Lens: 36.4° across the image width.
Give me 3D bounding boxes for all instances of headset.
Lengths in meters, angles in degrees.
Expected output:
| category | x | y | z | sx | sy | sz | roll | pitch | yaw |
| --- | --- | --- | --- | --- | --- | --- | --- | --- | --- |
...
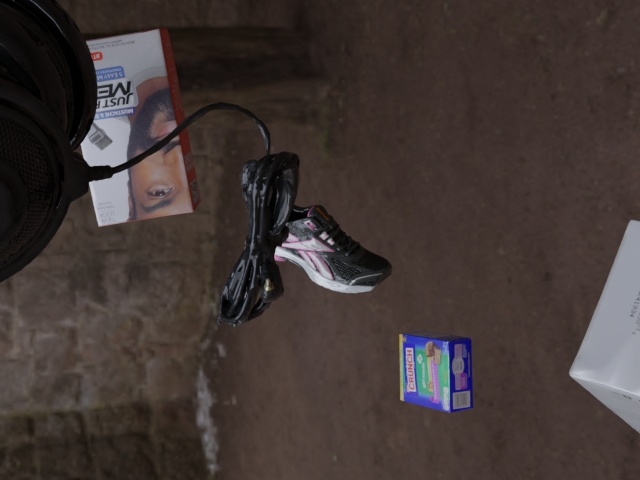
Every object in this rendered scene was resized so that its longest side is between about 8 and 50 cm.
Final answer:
| category | x | y | z | sx | sy | sz | roll | pitch | yaw |
| --- | --- | --- | --- | --- | --- | --- | --- | --- | --- |
| headset | -0.209 | -0.043 | 0.584 | 0.243 | 0.394 | 0.185 | -101 | 21 | -59 |

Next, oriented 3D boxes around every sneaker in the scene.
| category | x | y | z | sx | sy | sz | roll | pitch | yaw |
| --- | --- | --- | --- | --- | --- | --- | --- | --- | --- |
| sneaker | 0.000 | 0.000 | 1.143 | 0.072 | 0.178 | 0.077 | -52 | -22 | -53 |

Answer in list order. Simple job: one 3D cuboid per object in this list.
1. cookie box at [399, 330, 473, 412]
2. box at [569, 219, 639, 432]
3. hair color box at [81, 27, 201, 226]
| category | x | y | z | sx | sy | sz | roll | pitch | yaw |
| --- | --- | --- | --- | --- | --- | --- | --- | --- | --- |
| cookie box | 0.147 | 0.167 | 1.250 | 0.107 | 0.040 | 0.091 | 0 | 92 | 60 |
| box | 0.489 | 0.150 | 1.248 | 0.168 | 0.345 | 0.215 | 15 | 75 | 41 |
| hair color box | -0.172 | -0.104 | 0.894 | 0.053 | 0.093 | 0.167 | -89 | -10 | -76 |
